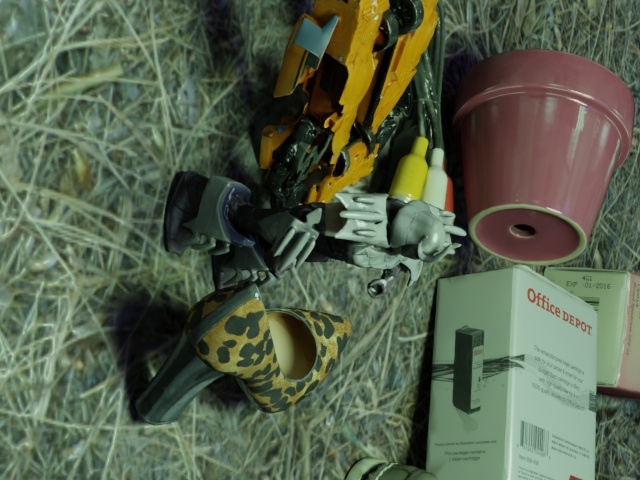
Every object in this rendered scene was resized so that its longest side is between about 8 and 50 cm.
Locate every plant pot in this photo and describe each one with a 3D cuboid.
[{"bbox_3d":[0.238,-0.080,1.464,0.201,0.201,0.180,41,51,-42],"label":"plant pot"}]

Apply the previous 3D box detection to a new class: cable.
[{"bbox_3d":[0.128,-0.126,1.456,0.139,0.072,0.287,26,72,-52],"label":"cable"}]

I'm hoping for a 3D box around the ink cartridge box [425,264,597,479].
[{"bbox_3d":[0.222,0.187,1.514,0.197,0.114,0.272,27,62,-46],"label":"ink cartridge box"}]

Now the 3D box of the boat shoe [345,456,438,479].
[{"bbox_3d":[0.055,0.380,1.376,0.109,0.091,0.304,24,73,-47],"label":"boat shoe"}]

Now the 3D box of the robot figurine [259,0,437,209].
[{"bbox_3d":[0.025,-0.150,1.240,0.211,0.085,0.291,-35,156,-41],"label":"robot figurine"}]

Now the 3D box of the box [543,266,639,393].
[{"bbox_3d":[0.393,0.127,1.731,0.232,0.127,0.148,16,79,-48],"label":"box"}]

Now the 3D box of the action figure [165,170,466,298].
[{"bbox_3d":[0.000,0.000,1.148,0.185,0.285,0.099,24,74,-47],"label":"action figure"}]

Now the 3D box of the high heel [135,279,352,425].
[{"bbox_3d":[-0.027,0.078,1.196,0.261,0.186,0.093,-17,66,-44],"label":"high heel"}]
